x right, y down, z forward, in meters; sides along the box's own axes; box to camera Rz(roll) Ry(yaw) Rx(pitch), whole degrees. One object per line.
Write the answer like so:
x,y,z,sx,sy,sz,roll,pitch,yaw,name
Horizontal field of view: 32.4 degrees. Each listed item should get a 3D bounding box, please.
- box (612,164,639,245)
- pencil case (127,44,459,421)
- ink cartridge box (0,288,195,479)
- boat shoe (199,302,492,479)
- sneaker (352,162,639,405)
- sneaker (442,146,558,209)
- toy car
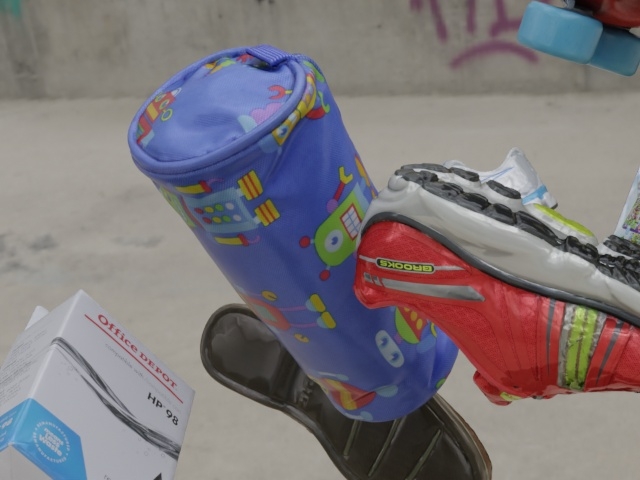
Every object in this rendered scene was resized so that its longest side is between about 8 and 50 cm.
0.496,-0.055,1.388,0.200,0.293,0.057,21,-11,16,box
0.000,0.000,0.755,0.133,0.306,0.119,-47,42,-12,pencil case
-0.136,0.103,0.646,0.060,0.104,0.180,-36,22,22,ink cartridge box
0.035,0.141,0.995,0.307,0.111,0.104,33,9,30,boat shoe
0.148,0.055,0.657,0.279,0.118,0.107,28,22,10,sneaker
0.115,-0.027,1.021,0.190,0.083,0.071,-24,-6,3,sneaker
0.336,-0.239,0.979,0.238,0.219,0.210,27,16,33,toy car
